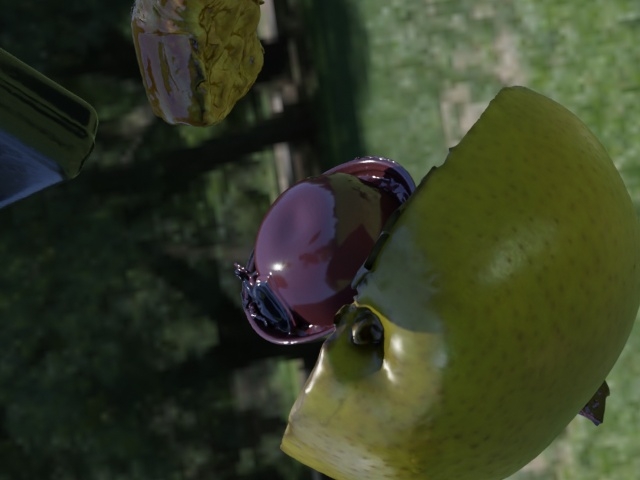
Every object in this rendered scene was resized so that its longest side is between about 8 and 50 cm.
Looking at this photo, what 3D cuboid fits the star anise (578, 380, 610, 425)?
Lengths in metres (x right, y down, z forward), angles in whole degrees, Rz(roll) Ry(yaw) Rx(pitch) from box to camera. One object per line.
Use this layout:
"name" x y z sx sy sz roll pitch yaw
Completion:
"star anise" 0.262 0.144 2.179 0.158 0.144 0.140 -62 -37 -78

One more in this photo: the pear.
"pear" 0.132 0.062 1.430 0.340 0.191 0.386 -60 -7 22

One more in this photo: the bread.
"bread" -0.065 -0.115 1.018 0.083 0.044 0.111 -47 -31 -33

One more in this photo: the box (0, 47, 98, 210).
"box" -0.252 -0.065 1.091 0.230 0.160 0.050 -19 47 47

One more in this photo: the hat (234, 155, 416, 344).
"hat" 0.000 0.000 1.703 0.089 0.205 0.205 43 -155 -39
